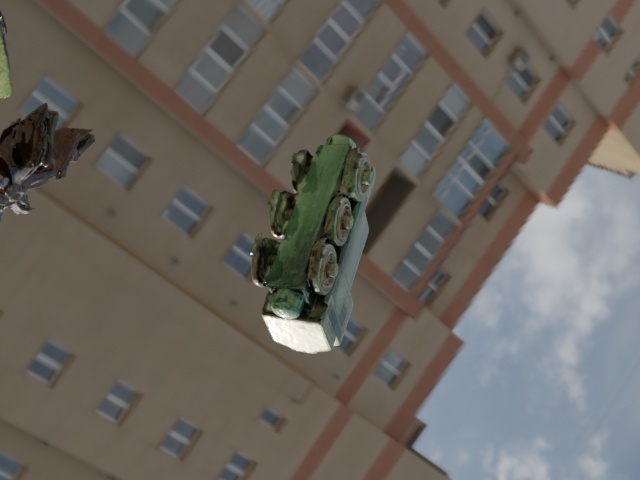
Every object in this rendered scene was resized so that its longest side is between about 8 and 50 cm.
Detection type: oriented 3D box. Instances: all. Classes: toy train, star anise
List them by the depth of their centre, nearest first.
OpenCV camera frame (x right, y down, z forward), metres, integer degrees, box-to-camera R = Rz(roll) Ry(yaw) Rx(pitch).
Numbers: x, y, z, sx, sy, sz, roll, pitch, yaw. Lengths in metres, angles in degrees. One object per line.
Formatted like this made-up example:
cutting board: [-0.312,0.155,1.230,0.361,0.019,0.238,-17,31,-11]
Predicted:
toy train: [0.000,0.000,0.961,0.081,0.125,0.194,8,-124,19]
star anise: [-0.406,-0.076,1.336,0.288,0.288,0.088,-37,-98,16]

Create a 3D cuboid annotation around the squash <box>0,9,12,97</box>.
squash: [-0.306,-0.195,0.735,0.085,0.184,0.192,-36,-111,-23]
